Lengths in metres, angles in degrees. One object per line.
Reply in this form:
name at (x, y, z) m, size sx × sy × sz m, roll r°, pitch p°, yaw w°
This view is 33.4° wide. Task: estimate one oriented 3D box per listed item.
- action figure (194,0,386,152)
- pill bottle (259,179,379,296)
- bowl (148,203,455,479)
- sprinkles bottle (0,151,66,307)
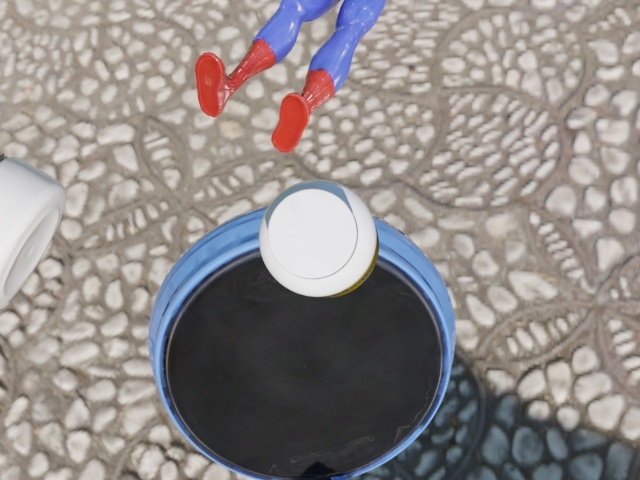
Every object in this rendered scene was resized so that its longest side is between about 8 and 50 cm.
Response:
action figure at (0.030, -0.195, 0.694) m, size 0.091 × 0.139 × 0.280 m, roll 28°, pitch 49°, yaw 9°
pill bottle at (0.000, 0.000, 0.959) m, size 0.103 × 0.184 × 0.103 m, roll 0°, pitch 87°, yaw 5°
bowl at (-0.020, 0.142, 1.336) m, size 0.391 × 0.391 × 0.077 m, roll -10°, pitch 26°, yaw 1°
sprinkles bottle at (-0.381, -0.079, 0.838) m, size 0.355 × 0.121 × 0.121 m, roll 30°, pitch 61°, yaw 0°
